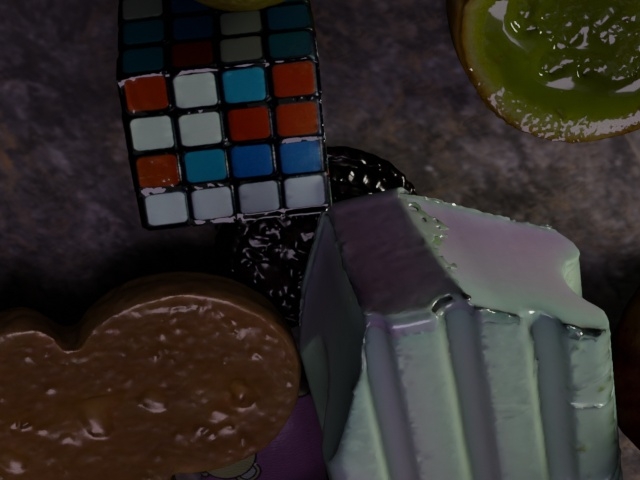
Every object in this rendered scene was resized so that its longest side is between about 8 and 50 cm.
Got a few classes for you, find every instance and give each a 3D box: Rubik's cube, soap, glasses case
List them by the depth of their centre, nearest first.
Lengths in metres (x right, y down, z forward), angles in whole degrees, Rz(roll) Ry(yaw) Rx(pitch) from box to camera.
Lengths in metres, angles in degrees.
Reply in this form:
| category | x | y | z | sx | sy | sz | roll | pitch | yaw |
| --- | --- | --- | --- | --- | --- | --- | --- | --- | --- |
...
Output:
| category | x | y | z | sx | sy | sz | roll | pitch | yaw |
| --- | --- | --- | --- | --- | --- | --- | --- | --- | --- |
| Rubik's cube | -0.076 | -0.118 | 1.569 | 0.154 | 0.151 | 0.155 | -5 | 130 | 0 |
| soap | 0.125 | 0.141 | 1.756 | 0.261 | 0.156 | 0.446 | -13 | 140 | 1 |
| glasses case | -0.054 | 0.251 | 1.926 | 0.123 | 0.076 | 0.316 | -6 | 130 | -4 |

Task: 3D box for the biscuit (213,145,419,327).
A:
| category | x | y | z | sx | sy | sz | roll | pitch | yaw |
| --- | --- | --- | --- | --- | --- | --- | --- | --- | --- |
| biscuit | 0.000 | 0.000 | 1.736 | 0.194 | 0.053 | 0.194 | -3 | 131 | -4 |

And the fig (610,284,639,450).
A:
| category | x | y | z | sx | sy | sz | roll | pitch | yaw |
| --- | --- | --- | --- | --- | --- | --- | --- | --- | --- |
| fig | 0.378 | 0.119 | 1.777 | 0.235 | 0.235 | 0.214 | -6 | 167 | -1 |

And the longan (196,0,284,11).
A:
| category | x | y | z | sx | sy | sz | roll | pitch | yaw |
| --- | --- | --- | --- | --- | --- | --- | --- | --- | --- |
| longan | -0.065 | -0.254 | 1.471 | 0.176 | 0.145 | 0.155 | 40 | 96 | 13 |

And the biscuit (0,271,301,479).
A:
| category | x | y | z | sx | sy | sz | roll | pitch | yaw |
| --- | --- | --- | --- | --- | --- | --- | --- | --- | --- |
| biscuit | -0.188 | 0.146 | 1.772 | 0.355 | 0.052 | 0.275 | -29 | 124 | 12 |

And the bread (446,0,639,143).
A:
| category | x | y | z | sx | sy | sz | roll | pitch | yaw |
| --- | --- | --- | --- | --- | --- | --- | --- | --- | --- |
| bread | 0.219 | -0.183 | 1.597 | 0.236 | 0.070 | 0.236 | -3 | 129 | -3 |
